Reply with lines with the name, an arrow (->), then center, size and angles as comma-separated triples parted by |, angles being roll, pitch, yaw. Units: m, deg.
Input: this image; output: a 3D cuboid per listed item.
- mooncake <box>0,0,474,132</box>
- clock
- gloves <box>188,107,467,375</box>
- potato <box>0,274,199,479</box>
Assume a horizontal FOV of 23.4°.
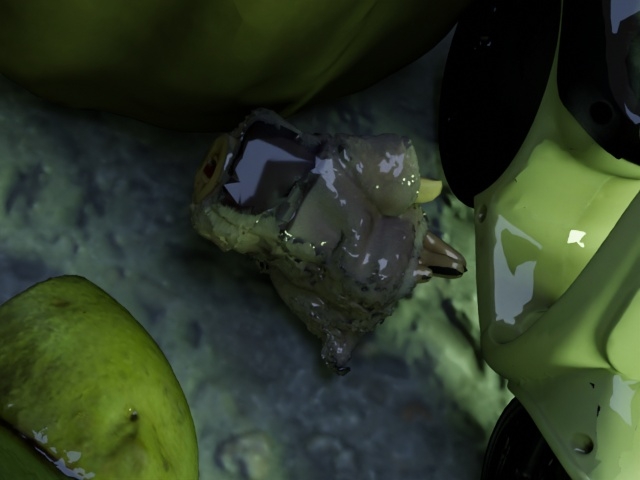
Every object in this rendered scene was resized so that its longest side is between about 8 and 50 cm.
mooncake -> -0.057, -0.254, 0.846 | 0.378, 0.201, 0.379 | 6, 73, -22
clock -> 0.151, -0.036, 0.794 | 0.120, 0.276, 0.379 | 10, 53, -21
gloves -> 0.000, -0.009, 0.826 | 0.144, 0.094, 0.110 | 46, 62, -13
potato -> -0.095, 0.081, 0.741 | 0.149, 0.081, 0.120 | 38, 56, 6
